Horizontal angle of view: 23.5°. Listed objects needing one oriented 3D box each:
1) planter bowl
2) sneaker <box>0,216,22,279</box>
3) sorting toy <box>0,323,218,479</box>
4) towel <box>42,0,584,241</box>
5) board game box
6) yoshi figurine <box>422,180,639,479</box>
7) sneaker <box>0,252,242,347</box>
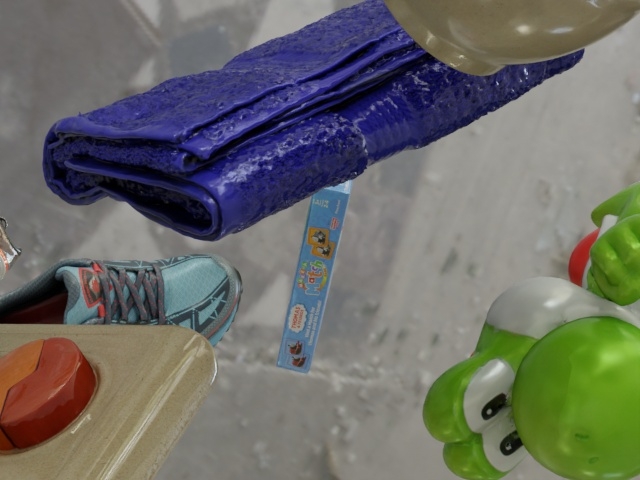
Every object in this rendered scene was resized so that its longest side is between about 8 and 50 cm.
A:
[{"bbox_3d":[0.097,-0.159,0.840,0.162,0.162,0.109,1,145,-46],"label":"planter bowl"},{"bbox_3d":[-0.383,-0.029,1.666,0.158,0.061,0.065,56,39,-9],"label":"sneaker"},{"bbox_3d":[-0.210,0.140,0.710,0.307,0.229,0.041,-57,137,-39],"label":"sorting toy"},{"bbox_3d":[-0.009,-0.100,0.988,0.308,0.228,0.076,-26,113,-30],"label":"towel"},{"bbox_3d":[0.000,0.000,1.515,0.160,0.039,0.211,-79,180,-58],"label":"board game box"},{"bbox_3d":[0.242,0.050,1.058,0.362,0.203,0.203,-38,167,-17],"label":"yoshi figurine"},{"bbox_3d":[-0.190,0.068,1.341,0.262,0.104,0.125,-19,155,-13],"label":"sneaker"}]
